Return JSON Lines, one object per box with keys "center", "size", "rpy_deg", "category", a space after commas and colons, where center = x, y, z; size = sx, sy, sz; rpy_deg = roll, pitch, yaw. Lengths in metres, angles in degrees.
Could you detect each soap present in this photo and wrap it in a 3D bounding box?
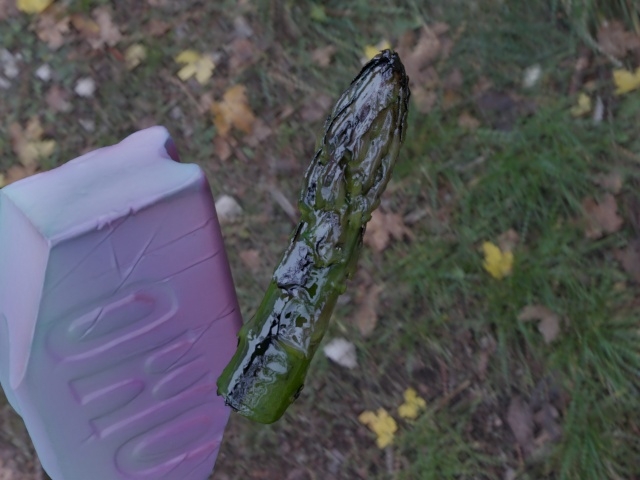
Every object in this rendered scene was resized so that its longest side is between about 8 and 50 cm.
{"center": [-0.163, 0.088, 1.080], "size": [0.193, 0.323, 0.109], "rpy_deg": [-23, 41, -17], "category": "soap"}

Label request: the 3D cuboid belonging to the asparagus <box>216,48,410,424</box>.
{"center": [0.000, 0.000, 0.516], "size": [0.036, 0.030, 0.165], "rpy_deg": [37, 119, 33], "category": "asparagus"}
